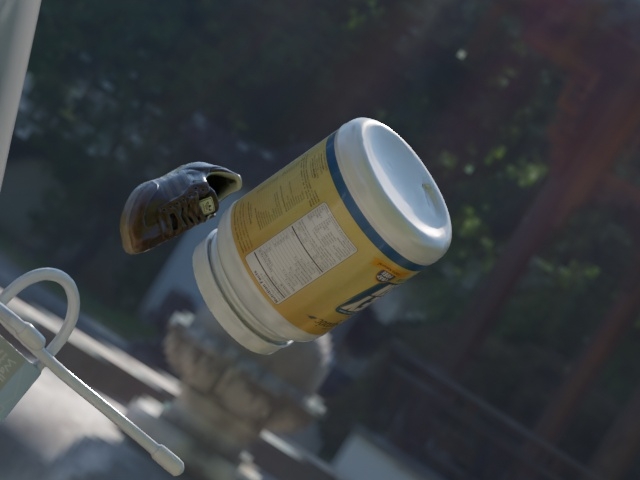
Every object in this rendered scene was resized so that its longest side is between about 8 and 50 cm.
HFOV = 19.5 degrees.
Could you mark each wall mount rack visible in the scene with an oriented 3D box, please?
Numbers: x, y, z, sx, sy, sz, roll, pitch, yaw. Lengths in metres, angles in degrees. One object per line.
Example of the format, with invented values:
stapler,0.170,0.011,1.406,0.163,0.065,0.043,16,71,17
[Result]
wall mount rack,-0.307,0.214,1.842,0.130,0.350,0.304,31,-14,40

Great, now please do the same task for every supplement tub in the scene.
supplement tub,0.000,0.000,1.653,0.144,0.199,0.144,42,28,-28

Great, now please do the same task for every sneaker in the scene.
sneaker,-0.154,-0.042,2.071,0.071,0.066,0.188,0,26,26

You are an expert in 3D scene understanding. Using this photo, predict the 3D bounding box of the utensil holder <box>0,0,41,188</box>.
utensil holder,-0.290,-0.198,0.988,0.327,0.386,0.327,11,13,-3
